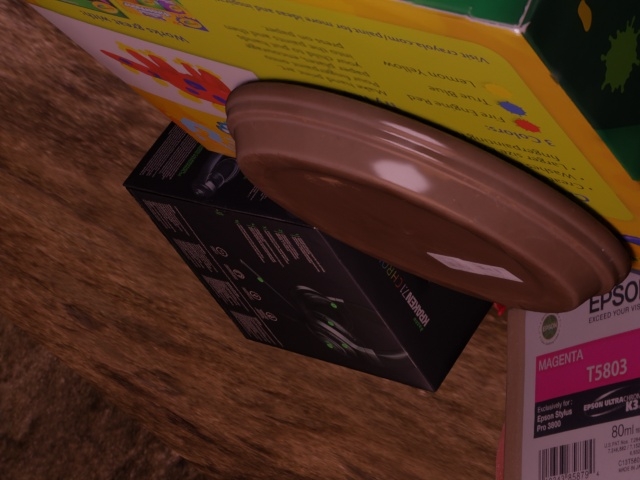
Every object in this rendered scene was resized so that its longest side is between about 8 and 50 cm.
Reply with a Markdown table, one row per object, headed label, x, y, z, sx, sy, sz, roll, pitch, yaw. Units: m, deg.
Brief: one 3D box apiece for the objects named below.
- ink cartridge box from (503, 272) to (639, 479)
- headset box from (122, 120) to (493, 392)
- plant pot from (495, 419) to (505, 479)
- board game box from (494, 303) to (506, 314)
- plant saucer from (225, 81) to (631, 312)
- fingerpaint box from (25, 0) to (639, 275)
| label | x | y | z | sx | sy | sz | roll | pitch | yaw |
| --- | --- | --- | --- | --- | --- | --- | --- | --- | --- |
| ink cartridge box | 0.252 | 0.130 | 1.415 | 0.088 | 0.193 | 0.235 | 13 | 159 | -29 |
| headset box | 0.000 | 0.000 | 1.615 | 0.283 | 0.131 | 0.246 | 12 | 148 | 45 |
| plant pot | 0.344 | 0.237 | 1.594 | 0.272 | 0.272 | 0.265 | 14 | 165 | 41 |
| board game box | 0.151 | 0.039 | 1.690 | 0.133 | 0.033 | 0.169 | 35 | 162 | -19 |
| plant saucer | 0.061 | -0.019 | 1.091 | 0.278 | 0.041 | 0.278 | 23 | 169 | 5 |
| fingerpaint box | 0.033 | -0.151 | 1.063 | 0.445 | 0.163 | 0.371 | 18 | 167 | 35 |
